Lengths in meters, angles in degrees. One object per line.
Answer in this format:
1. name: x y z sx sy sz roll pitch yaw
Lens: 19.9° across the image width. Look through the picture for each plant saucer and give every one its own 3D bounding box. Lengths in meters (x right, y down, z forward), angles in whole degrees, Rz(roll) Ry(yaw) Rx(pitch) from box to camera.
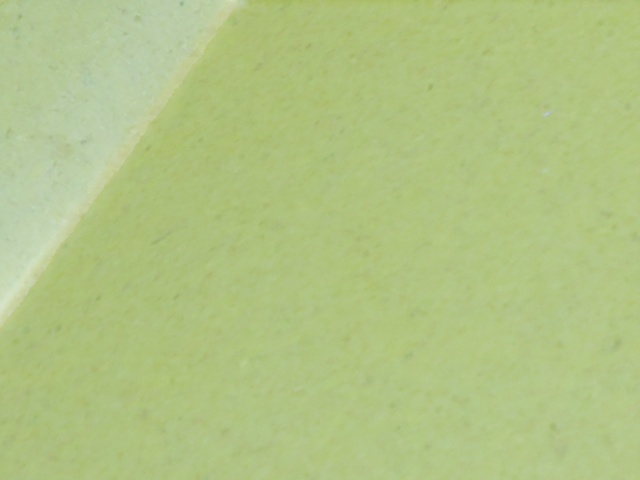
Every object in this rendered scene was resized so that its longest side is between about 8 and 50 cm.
1. plant saucer: 0.000 0.000 0.498 0.333 0.081 0.333 6 52 40
